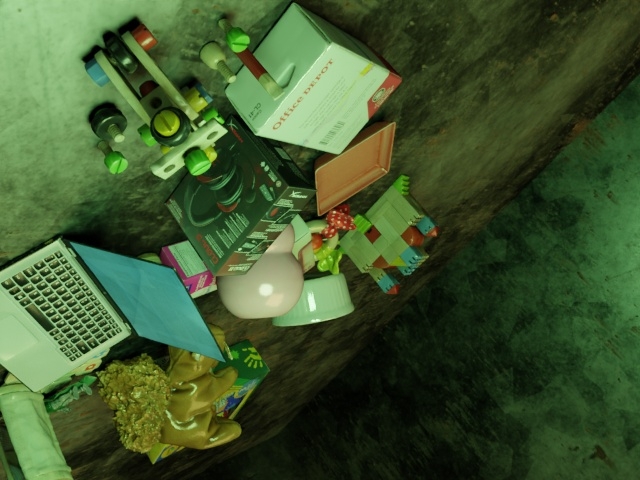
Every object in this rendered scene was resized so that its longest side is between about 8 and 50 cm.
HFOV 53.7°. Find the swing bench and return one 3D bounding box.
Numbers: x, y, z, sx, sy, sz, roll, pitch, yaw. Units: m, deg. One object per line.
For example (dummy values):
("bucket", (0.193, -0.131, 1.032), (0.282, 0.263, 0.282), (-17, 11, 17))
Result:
("swing bench", (-0.746, 0.523, 1.566), (0.255, 0.253, 0.165), (-41, 156, 26))

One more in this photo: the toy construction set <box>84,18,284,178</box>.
("toy construction set", (-0.195, -0.204, 1.027), (0.309, 0.237, 0.257), (-31, 158, -20))

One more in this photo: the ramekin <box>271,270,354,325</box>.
("ramekin", (-0.036, 0.185, 2.077), (0.277, 0.135, 0.277), (-11, -177, 0))

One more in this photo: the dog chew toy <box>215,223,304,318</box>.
("dog chew toy", (-0.146, 0.013, 1.488), (0.207, 0.331, 0.206), (-3, 178, 0))

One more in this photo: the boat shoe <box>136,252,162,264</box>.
("boat shoe", (-0.469, 0.155, 1.518), (0.285, 0.089, 0.105), (-49, 158, 20))

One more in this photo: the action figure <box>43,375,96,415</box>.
("action figure", (-0.729, 0.450, 1.723), (0.232, 0.063, 0.137), (-30, 169, 22))

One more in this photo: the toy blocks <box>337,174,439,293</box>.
("toy blocks", (0.250, 0.005, 2.144), (0.381, 0.261, 0.191), (-48, 157, 22))

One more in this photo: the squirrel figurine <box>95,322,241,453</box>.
("squirrel figurine", (-0.429, 0.414, 1.836), (0.397, 0.281, 0.370), (-12, 130, -34))

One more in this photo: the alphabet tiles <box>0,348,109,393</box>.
("alphabet tiles", (-0.672, 0.313, 1.623), (0.278, 0.021, 0.284), (-9, 144, -52))

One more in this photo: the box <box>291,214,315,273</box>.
("box", (-0.109, 0.005, 1.721), (0.127, 0.148, 0.232), (-34, 159, -13))

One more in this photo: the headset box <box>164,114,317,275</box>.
("headset box", (-0.181, -0.079, 1.333), (0.293, 0.218, 0.110), (-47, 156, 23))

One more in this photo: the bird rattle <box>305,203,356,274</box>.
("bird rattle", (0.000, 0.000, 1.933), (0.207, 0.143, 0.253), (-11, 147, -20))

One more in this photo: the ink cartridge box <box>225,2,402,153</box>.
("ink cartridge box", (-0.004, -0.309, 1.269), (0.226, 0.131, 0.306), (-46, 156, 22))

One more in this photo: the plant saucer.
("plant saucer", (0.083, -0.205, 1.742), (0.259, 0.047, 0.258), (-32, 158, -13))

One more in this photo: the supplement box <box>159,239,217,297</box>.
("supplement box", (-0.289, 0.058, 1.592), (0.220, 0.114, 0.111), (-19, 153, -37))

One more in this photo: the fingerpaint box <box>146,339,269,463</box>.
("fingerpaint box", (-0.451, 0.612, 2.394), (0.371, 0.163, 0.444), (-15, 149, -46))

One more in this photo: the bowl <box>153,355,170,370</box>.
("bowl", (-0.529, 0.459, 2.071), (0.170, 0.080, 0.170), (-33, 158, -15))

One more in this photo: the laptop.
("laptop", (-0.467, 0.197, 1.307), (0.408, 0.236, 0.382), (-32, 144, -15))
